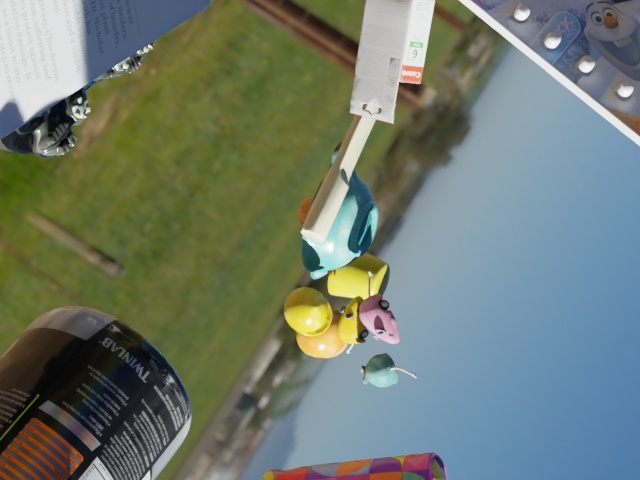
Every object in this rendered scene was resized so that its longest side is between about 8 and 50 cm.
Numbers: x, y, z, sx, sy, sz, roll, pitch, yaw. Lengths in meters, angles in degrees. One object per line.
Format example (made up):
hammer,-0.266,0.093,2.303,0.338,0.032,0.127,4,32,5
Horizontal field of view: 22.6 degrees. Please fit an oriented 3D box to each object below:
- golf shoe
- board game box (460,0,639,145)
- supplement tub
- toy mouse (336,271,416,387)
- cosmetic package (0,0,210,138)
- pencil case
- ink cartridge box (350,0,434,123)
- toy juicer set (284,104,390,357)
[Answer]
golf shoe,-0.275,-0.199,1.716,0.120,0.105,0.273,0,-138,37
board game box,0.314,-0.301,1.538,0.390,0.390,0.050,-49,177,-29
supplement tub,-0.297,0.242,1.602,0.338,0.207,0.207,-51,175,-37
toy mouse,0.061,0.119,1.839,0.031,0.143,0.161,-16,134,-25
cosmetic package,-0.303,-0.241,1.431,0.453,0.161,0.230,-41,135,-44
pencil case,0.040,0.318,1.963,0.104,0.236,0.104,-10,90,-72
ink cartridge box,0.064,-0.166,1.439,0.029,0.063,0.115,0,104,-41
toy juicer set,0.000,0.000,1.867,0.209,0.089,0.329,-57,156,-36
